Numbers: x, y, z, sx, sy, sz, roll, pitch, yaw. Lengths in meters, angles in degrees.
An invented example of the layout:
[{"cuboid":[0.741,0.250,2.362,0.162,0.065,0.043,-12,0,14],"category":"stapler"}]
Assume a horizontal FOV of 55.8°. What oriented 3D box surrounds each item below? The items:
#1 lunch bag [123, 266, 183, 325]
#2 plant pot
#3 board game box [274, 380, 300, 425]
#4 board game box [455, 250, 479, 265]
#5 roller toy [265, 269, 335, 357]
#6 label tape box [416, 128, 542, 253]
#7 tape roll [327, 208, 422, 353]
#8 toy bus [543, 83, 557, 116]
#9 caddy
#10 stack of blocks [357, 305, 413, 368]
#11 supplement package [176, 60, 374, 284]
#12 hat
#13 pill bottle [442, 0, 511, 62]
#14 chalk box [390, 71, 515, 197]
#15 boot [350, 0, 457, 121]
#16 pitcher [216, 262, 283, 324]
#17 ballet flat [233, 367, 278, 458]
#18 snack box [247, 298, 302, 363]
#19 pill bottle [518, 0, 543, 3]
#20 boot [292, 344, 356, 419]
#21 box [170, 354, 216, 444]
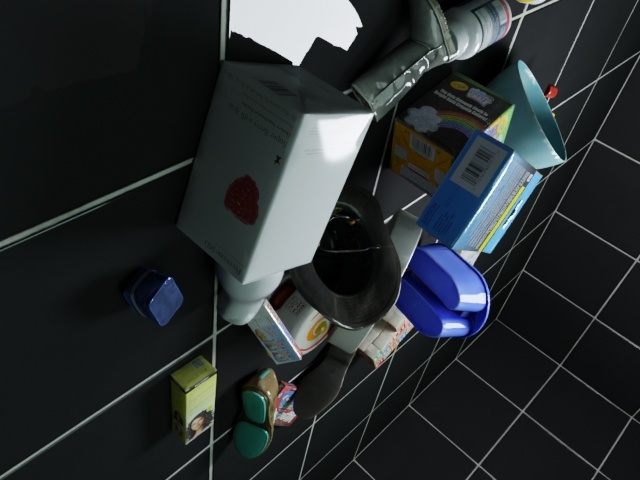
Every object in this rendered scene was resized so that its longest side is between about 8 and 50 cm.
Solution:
[{"cuboid":[-0.281,0.093,1.015,0.067,0.065,0.098,-57,158,-29],"category":"lunch bag"},{"cuboid":[0.503,-0.303,1.620,0.195,0.290,0.290,-25,169,31],"category":"plant pot"},{"cuboid":[-0.109,0.515,1.892,0.145,0.027,0.281,-50,155,-2],"category":"board game box"},{"cuboid":[0.521,0.117,2.385,0.242,0.064,0.316,-20,140,-49],"category":"board game box"},{"cuboid":[-0.044,0.167,1.408,0.209,0.146,0.191,-23,142,-45],"category":"roller toy"},{"cuboid":[0.375,-0.099,1.396,0.240,0.106,0.334,-59,154,13],"category":"label tape box"},{"cuboid":[0.137,0.101,1.532,0.392,0.072,0.392,-61,179,-1],"category":"tape roll"},{"cuboid":[0.602,-0.388,1.818,0.191,0.104,0.202,-22,126,-14],"category":"toy bus"},{"cuboid":[0.378,0.156,1.909,0.179,0.341,0.241,2,124,-40],"category":"caddy"},{"cuboid":[0.256,0.300,2.151,0.297,0.087,0.171,-46,154,-13],"category":"stack of blocks"},{"cuboid":[-0.079,-0.109,0.958,0.175,0.177,0.292,-17,137,-50],"category":"supplement package"},{"cuboid":[0.016,0.033,1.286,0.331,0.331,0.134,-27,-176,-42],"category":"hat"},{"cuboid":[0.303,-0.437,1.251,0.180,0.108,0.108,-35,150,-31],"category":"pill bottle"},{"cuboid":[0.328,-0.260,1.440,0.289,0.180,0.179,-39,152,-23],"category":"chalk box"},{"cuboid":[0.142,-0.353,1.141,0.209,0.076,0.189,-32,124,4],"category":"boot"},{"cuboid":[-0.125,0.048,1.173,0.177,0.126,0.207,-55,171,-35],"category":"pitcher"},{"cuboid":[-0.168,0.470,1.671,0.124,0.116,0.342,-54,159,-46],"category":"ballet flat"},{"cuboid":[-0.105,0.198,1.295,0.178,0.064,0.022,61,25,-31],"category":"snack box"},{"cuboid":[0.453,-0.582,1.319,0.184,0.103,0.103,-2,125,-58],"category":"pill bottle"},{"cuboid":[0.023,0.431,1.898,0.305,0.112,0.115,-54,168,-19],"category":"boot"},{"cuboid":[-0.286,0.362,1.362,0.087,0.058,0.232,-32,148,-36],"category":"box"}]
